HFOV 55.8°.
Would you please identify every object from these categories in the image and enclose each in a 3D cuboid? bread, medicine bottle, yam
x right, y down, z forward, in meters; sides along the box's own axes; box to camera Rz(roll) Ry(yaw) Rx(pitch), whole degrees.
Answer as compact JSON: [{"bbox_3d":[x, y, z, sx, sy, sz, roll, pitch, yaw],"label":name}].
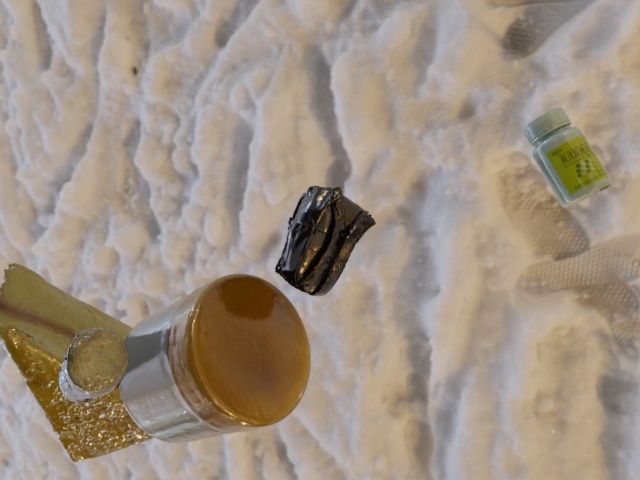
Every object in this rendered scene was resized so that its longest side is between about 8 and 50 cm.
[{"bbox_3d":[-0.427,0.199,1.135,0.233,0.244,0.362,-121,17,-51],"label":"bread"},{"bbox_3d":[-0.174,0.199,0.990,0.231,0.237,0.238,-27,88,41],"label":"medicine bottle"},{"bbox_3d":[0.222,-0.075,0.548,0.047,0.047,0.083,-35,78,40],"label":"medicine bottle"},{"bbox_3d":[-0.251,0.142,0.646,0.061,0.061,0.274,62,149,4],"label":"yam"}]

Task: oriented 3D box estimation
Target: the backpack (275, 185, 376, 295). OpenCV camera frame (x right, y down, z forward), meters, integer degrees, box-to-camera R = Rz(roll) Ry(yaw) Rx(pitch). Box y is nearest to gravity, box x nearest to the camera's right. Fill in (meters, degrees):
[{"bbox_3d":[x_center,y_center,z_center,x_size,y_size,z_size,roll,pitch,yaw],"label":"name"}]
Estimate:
[{"bbox_3d":[-0.003,0.000,0.952,0.105,0.120,0.165,30,86,46],"label":"backpack"}]
